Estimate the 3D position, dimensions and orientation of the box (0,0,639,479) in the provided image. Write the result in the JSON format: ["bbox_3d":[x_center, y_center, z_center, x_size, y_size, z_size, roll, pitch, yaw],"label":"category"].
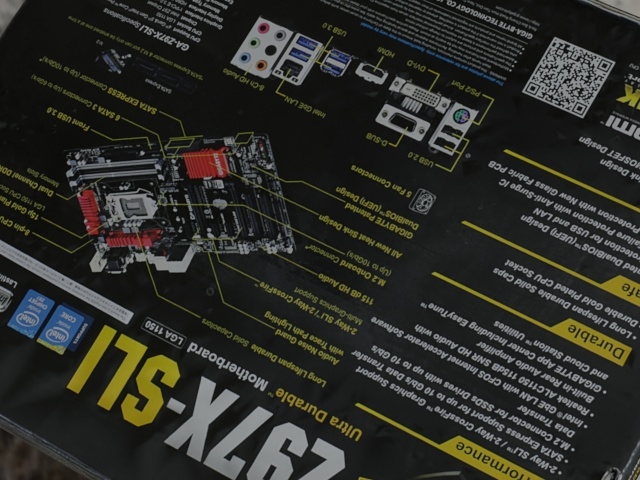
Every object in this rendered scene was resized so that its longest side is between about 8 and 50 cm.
[{"bbox_3d":[0.000,0.000,0.754,0.257,0.322,0.079,-60,158,-12],"label":"box"}]
